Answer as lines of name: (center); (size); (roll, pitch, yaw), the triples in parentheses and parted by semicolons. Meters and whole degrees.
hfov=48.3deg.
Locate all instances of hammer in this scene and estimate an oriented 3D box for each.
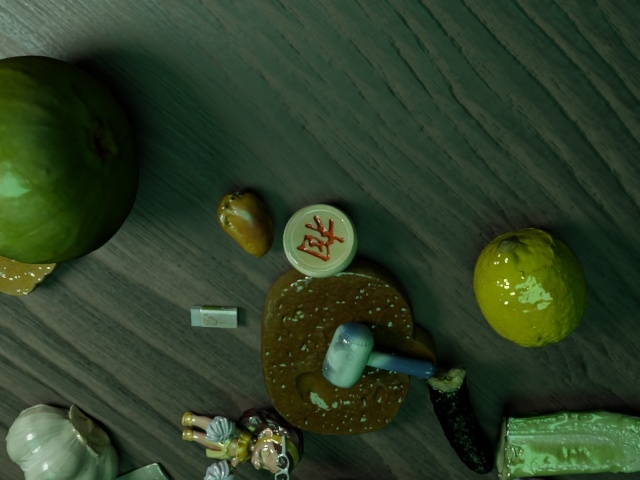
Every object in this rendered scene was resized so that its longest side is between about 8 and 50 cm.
hammer: (0.105, 0.207, 1.215); (0.194, 0.069, 0.116); (13, 116, -13)

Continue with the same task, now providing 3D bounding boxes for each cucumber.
cucumber: (0.492, 0.377, 1.330); (0.325, 0.105, 0.145); (-3, 90, 4)
cucumber: (0.263, 0.344, 1.317); (0.081, 0.072, 0.303); (-16, 127, 10)

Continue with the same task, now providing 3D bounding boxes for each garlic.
garlic: (-0.503, 0.433, 1.372); (0.178, 0.143, 0.229); (-40, 117, 18)

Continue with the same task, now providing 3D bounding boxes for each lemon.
lemon: (0.337, 0.076, 1.143); (0.180, 0.180, 0.193); (-37, 88, 18)

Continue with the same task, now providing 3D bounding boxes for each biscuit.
biscuit: (-0.517, 0.005, 1.209); (0.170, 0.050, 0.170); (3, 111, 7)
biscuit: (0.051, 0.194, 1.275); (0.314, 0.063, 0.367); (0, 117, -2)

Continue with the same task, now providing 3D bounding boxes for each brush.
brush: (-0.460, 0.540, 1.474); (0.321, 0.050, 0.060); (-24, 109, 13)

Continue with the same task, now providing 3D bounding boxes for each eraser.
eraser: (-0.189, 0.136, 1.276); (0.083, 0.019, 0.038); (2, 118, 1)

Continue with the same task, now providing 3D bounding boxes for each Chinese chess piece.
Chinese chess piece: (0.000, 0.000, 1.153); (0.122, 0.051, 0.122); (-1, 79, 7)

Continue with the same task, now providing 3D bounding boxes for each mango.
mango: (-0.118, -0.028, 1.169); (0.077, 0.063, 0.127); (-26, 118, 9)

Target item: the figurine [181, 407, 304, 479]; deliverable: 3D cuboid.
figurine: (-0.150, 0.381, 1.345); (0.240, 0.116, 0.174); (5, 117, 7)

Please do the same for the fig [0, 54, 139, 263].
fig: (-0.426, -0.103, 1.025); (0.316, 0.316, 0.316); (1, 117, 2)

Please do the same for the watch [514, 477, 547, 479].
watch: (0.416, 0.605, 1.378); (0.211, 0.217, 0.248); (-23, 113, 13)
